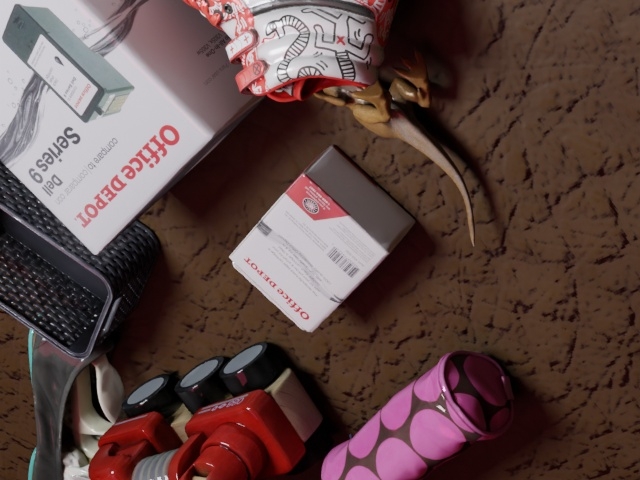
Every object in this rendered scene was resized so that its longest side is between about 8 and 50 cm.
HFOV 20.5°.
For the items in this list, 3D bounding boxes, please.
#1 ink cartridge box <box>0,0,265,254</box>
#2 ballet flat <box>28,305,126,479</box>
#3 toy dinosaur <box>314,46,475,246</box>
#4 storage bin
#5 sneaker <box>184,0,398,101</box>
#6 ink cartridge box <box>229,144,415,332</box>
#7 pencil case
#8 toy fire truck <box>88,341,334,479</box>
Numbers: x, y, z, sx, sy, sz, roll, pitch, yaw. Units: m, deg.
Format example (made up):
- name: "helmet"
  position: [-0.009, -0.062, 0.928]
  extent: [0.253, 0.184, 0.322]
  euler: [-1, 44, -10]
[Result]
- name: "ink cartridge box"
  position: [-0.208, -0.162, 1.470]
  extent: [0.289, 0.121, 0.211]
  euler: [45, 135, -4]
- name: "ballet flat"
  position: [-0.242, 0.193, 1.770]
  extent: [0.096, 0.095, 0.280]
  euler: [22, 132, 22]
- name: "toy dinosaur"
  position: [0.061, -0.098, 1.399]
  extent: [0.211, 0.064, 0.112]
  euler: [36, 161, 10]
- name: "storage bin"
  position: [-0.254, 0.009, 1.653]
  extent: [0.180, 0.084, 0.122]
  euler: [34, 134, 7]
- name: "sneaker"
  position: [-0.071, -0.184, 1.336]
  extent: [0.270, 0.090, 0.145]
  euler: [9, 92, 19]
- name: "ink cartridge box"
  position: [0.000, 0.000, 1.498]
  extent: [0.099, 0.056, 0.135]
  euler: [43, 134, -1]
- name: "pencil case"
  position: [0.087, 0.174, 1.549]
  extent: [0.209, 0.098, 0.095]
  euler: [-43, 49, 45]
- name: "toy fire truck"
  position: [-0.124, 0.239, 1.622]
  extent: [0.217, 0.246, 0.158]
  euler: [-20, 109, 41]
